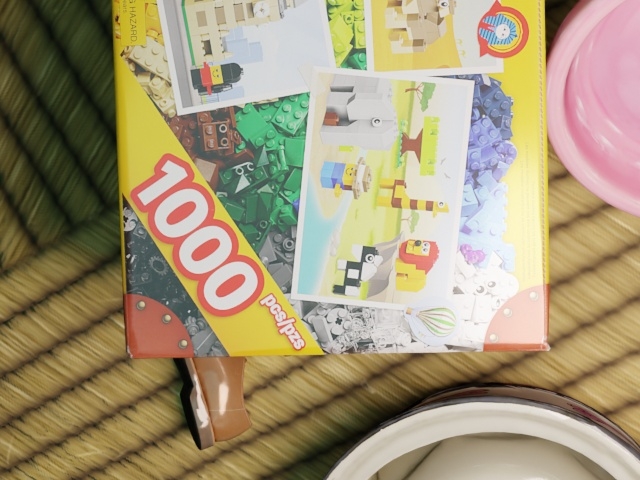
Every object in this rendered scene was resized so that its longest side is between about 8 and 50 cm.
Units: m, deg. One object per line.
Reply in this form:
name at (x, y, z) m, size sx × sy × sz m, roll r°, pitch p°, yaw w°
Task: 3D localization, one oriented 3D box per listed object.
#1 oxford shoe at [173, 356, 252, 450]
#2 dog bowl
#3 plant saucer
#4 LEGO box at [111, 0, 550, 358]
oxford shoe at (-0.122, 0.113, 1.549) m, size 0.076 × 0.076 × 0.212 m, roll -15°, pitch 101°, yaw -16°
dog bowl at (0.188, 0.328, 1.492) m, size 0.408 × 0.150 × 0.408 m, roll 3°, pitch 106°, yaw 12°
plant saucer at (0.366, -0.150, 1.298) m, size 0.332 × 0.084 × 0.332 m, roll 5°, pitch 138°, yaw 5°
LEGO box at (0.011, -0.155, 1.304) m, size 0.372 × 0.193 × 0.500 m, roll -2°, pitch 95°, yaw 3°
